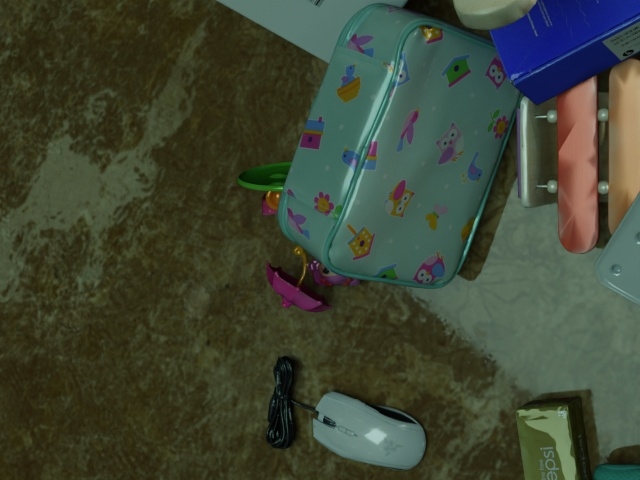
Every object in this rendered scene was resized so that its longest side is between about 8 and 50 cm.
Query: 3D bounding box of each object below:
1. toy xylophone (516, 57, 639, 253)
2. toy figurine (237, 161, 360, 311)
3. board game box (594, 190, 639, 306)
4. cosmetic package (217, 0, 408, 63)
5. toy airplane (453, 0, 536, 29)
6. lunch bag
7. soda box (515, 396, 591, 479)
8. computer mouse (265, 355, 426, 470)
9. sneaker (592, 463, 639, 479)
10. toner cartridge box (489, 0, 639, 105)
[{"bbox_3d":[0.350,-0.118,1.303,0.323,0.081,0.236,-7,95,23],"label":"toy xylophone"},{"bbox_3d":[0.000,0.000,1.467,0.173,0.130,0.159,-4,105,-1],"label":"toy figurine"},{"bbox_3d":[0.508,-0.031,1.178,0.390,0.050,0.390,30,118,7],"label":"board game box"},{"bbox_3d":[-0.052,-0.313,1.353,0.138,0.224,0.224,-52,41,17],"label":"cosmetic package"},{"bbox_3d":[0.187,-0.396,1.178,0.386,0.272,0.384,-28,70,-16],"label":"toy airplane"},{"bbox_3d":[0.088,-0.088,1.353,0.108,0.224,0.279,31,106,43],"label":"lunch bag"},{"bbox_3d":[0.250,0.258,1.379,0.058,0.061,0.181,-9,89,24],"label":"soda box"},{"bbox_3d":[0.024,0.205,1.482,0.193,0.042,0.106,15,97,22],"label":"computer mouse"},{"bbox_3d":[0.392,0.218,1.287,0.275,0.107,0.110,-14,73,37],"label":"sneaker"},{"bbox_3d":[0.216,-0.325,1.314,0.165,0.075,0.348,-26,66,21],"label":"toner cartridge box"}]
